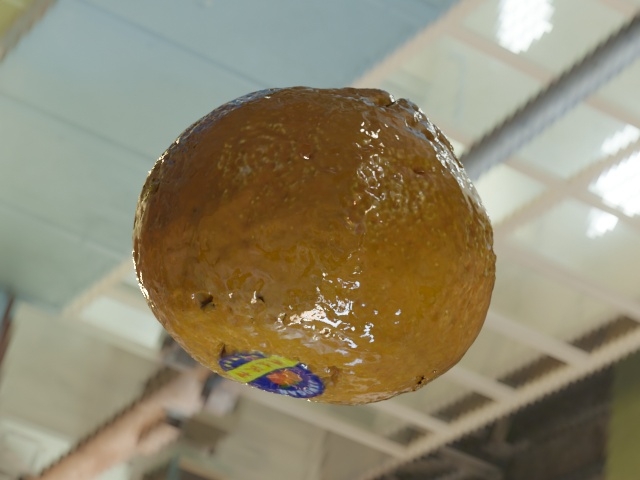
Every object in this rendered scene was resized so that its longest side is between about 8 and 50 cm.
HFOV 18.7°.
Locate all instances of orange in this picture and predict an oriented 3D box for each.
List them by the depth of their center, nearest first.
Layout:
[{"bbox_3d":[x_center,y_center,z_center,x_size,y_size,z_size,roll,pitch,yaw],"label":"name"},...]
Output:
[{"bbox_3d":[-0.002,0.000,0.718,0.135,0.136,0.117,-32,-145,53],"label":"orange"}]
